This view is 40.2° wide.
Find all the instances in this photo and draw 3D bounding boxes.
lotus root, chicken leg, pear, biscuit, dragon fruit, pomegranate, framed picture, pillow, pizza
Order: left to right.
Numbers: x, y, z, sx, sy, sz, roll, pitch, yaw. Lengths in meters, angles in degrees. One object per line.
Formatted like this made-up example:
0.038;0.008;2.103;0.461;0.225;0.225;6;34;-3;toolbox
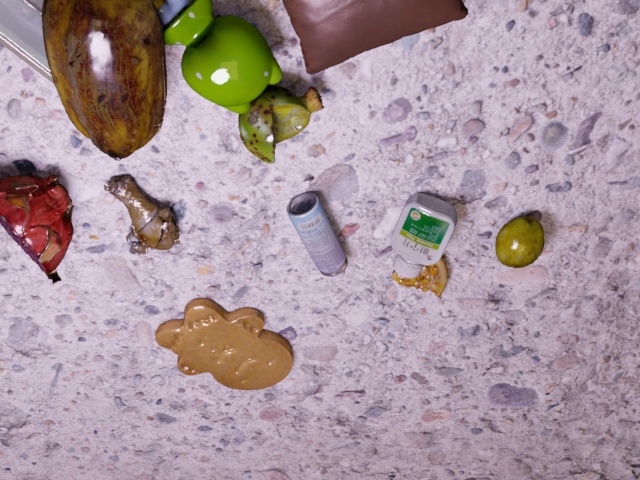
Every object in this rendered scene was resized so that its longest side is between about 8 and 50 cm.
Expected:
-0.490;-0.409;1.493;0.213;0.016;0.289;-34;128;23;framed picture
-0.556;-0.057;1.728;0.148;0.224;0.218;-43;160;-19;dragon fruit
-0.362;-0.304;1.461;0.196;0.179;0.397;25;139;16;lotus root
-0.362;-0.048;1.810;0.125;0.080;0.196;-2;134;12;chicken leg
-0.224;0.269;2.140;0.275;0.052;0.355;-34;127;23;biscuit
-0.085;-0.237;1.641;0.169;0.122;0.143;-51;159;-5;pomegranate
0.062;-0.449;1.460;0.306;0.108;0.307;-19;129;12;pillow
0.229;0.075;2.019;0.131;0.041;0.178;-6;133;0;pizza
0.440;0.006;1.937;0.107;0.107;0.131;12;123;-17;pear

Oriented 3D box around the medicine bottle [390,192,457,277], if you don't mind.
0.217;-0.007;1.900;0.119;0.069;0.183;23;126;3;medicine bottle

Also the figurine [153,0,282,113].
-0.192;-0.341;1.517;0.162;0.143;0.263;-42;114;10;figurine

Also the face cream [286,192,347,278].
0.000;0.000;1.898;0.075;0.075;0.229;-18;132;10;face cream
